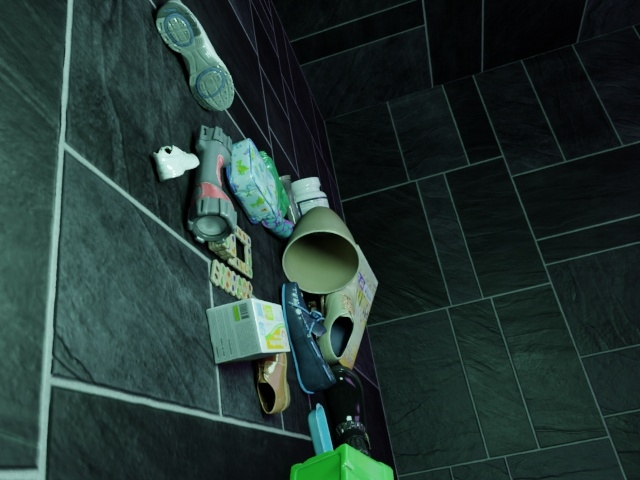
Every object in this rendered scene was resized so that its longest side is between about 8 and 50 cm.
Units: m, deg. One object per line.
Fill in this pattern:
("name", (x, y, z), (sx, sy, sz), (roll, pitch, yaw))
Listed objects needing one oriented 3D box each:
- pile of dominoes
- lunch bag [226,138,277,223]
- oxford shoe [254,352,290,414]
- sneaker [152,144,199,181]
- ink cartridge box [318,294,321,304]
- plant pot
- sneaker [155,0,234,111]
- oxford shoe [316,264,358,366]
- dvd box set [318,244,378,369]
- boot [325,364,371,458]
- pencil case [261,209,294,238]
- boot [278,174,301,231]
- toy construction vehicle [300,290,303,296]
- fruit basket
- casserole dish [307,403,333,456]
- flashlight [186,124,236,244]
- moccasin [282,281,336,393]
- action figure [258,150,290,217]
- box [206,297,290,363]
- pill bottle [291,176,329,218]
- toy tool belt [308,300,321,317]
("pile of dominoes", (-0.196, 0.038, 1.279), (0.251, 0.040, 0.196), (53, 28, -65))
("lunch bag", (-0.191, -0.167, 1.512), (0.219, 0.090, 0.176), (61, 18, -55))
("oxford shoe", (-0.122, 0.300, 1.259), (0.076, 0.076, 0.212), (11, 63, -67))
("sneaker", (-0.287, -0.163, 1.073), (0.152, 0.053, 0.061), (-72, 143, -72))
("ink cartridge box", (0.060, 0.201, 2.249), (0.078, 0.134, 0.231), (57, 19, -63))
("plant pot", (0.000, 0.000, 1.866), (0.274, 0.256, 0.257), (-93, 164, -56))
("sneaker", (-0.296, -0.460, 1.329), (0.129, 0.111, 0.297), (-103, 173, -48))
("oxford shoe", (0.079, 0.241, 1.839), (0.140, 0.146, 0.397), (24, 63, -23))
("dvd box set", (0.106, 0.269, 2.074), (0.308, 0.062, 0.420), (57, 46, -50))
("boot", (0.094, 0.624, 1.808), (0.260, 0.131, 0.348), (-74, 148, -72))
("pencil case", (-0.135, -0.053, 1.717), (0.064, 0.070, 0.152), (52, 1, 17))
("boot", (-0.119, -0.130, 1.968), (0.189, 0.076, 0.209), (-3, 85, -78))
("toy construction vehicle", (-0.079, 0.197, 1.789), (0.098, 0.035, 0.086), (44, 21, -77))
("fruit basket", (0.101, 0.713, 1.247), (0.392, 0.283, 0.392), (53, 18, -25))
("casserole dish", (-0.001, 0.587, 1.609), (0.114, 0.037, 0.188), (23, 54, -78))
("flashlight", (-0.234, -0.130, 1.193), (0.304, 0.103, 0.103), (-96, -167, -45))
("moccasin", (-0.031, 0.288, 1.648), (0.138, 0.116, 0.342), (-5, 81, -80))
("action figure", (-0.163, -0.195, 1.794), (0.137, 0.063, 0.232), (-86, 163, -57))
("box", (-0.149, 0.197, 1.153), (0.203, 0.103, 0.114), (39, 37, -74))
("pill bottle", (-0.036, -0.106, 2.119), (0.153, 0.153, 0.265), (16, 60, -79))
("toy tool belt", (-0.020, 0.265, 1.935), (0.051, 0.052, 0.083), (-86, 171, -63))
